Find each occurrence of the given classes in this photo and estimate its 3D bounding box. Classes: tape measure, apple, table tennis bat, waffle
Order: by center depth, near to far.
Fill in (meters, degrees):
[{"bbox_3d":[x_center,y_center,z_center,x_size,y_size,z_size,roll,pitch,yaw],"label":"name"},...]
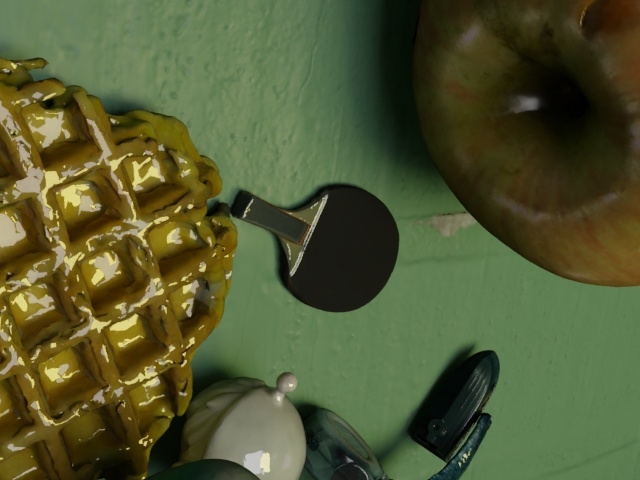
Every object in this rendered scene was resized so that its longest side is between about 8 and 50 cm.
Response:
[{"bbox_3d":[-0.239,0.055,0.749,0.380,0.095,0.382,19,93,-39],"label":"waffle"},{"bbox_3d":[0.287,-0.152,0.883,0.347,0.391,0.391,-24,121,-37],"label":"apple"},{"bbox_3d":[0.000,0.000,0.952,0.220,0.019,0.130,25,90,-42],"label":"table tennis bat"},{"bbox_3d":[-0.015,0.266,1.014,0.180,0.107,0.104,-51,160,21],"label":"tape measure"}]

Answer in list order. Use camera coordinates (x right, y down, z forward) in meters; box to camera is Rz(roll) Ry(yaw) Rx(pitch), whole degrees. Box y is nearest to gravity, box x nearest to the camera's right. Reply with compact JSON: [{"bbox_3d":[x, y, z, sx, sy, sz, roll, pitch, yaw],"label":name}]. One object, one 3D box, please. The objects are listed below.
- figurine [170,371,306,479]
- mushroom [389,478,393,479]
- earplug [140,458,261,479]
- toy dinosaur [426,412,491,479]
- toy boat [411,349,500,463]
[{"bbox_3d":[-0.088,0.238,0.900,0.182,0.144,0.256,3,103,-35],"label":"figurine"},{"bbox_3d":[0.056,0.330,1.103,0.123,0.052,0.123,-14,111,-39],"label":"mushroom"},{"bbox_3d":[-0.154,0.294,0.758,0.324,0.185,0.185,-44,134,19],"label":"earplug"},{"bbox_3d":[0.078,0.313,1.020,0.363,0.076,0.147,-23,123,-42],"label":"toy dinosaur"},{"bbox_3d":[0.166,0.188,1.129,0.141,0.055,0.060,-56,153,-6],"label":"toy boat"}]
